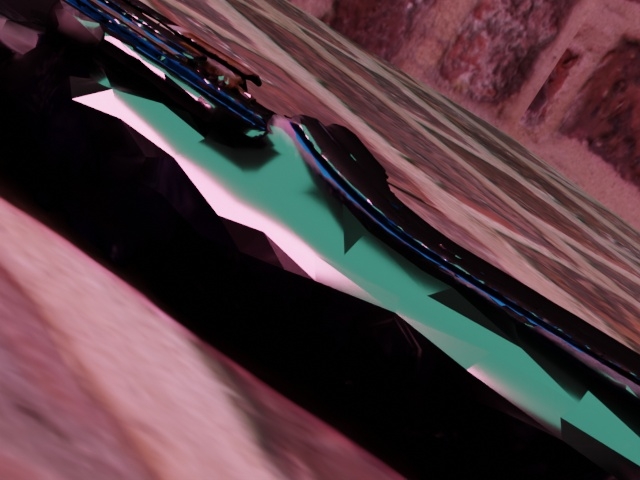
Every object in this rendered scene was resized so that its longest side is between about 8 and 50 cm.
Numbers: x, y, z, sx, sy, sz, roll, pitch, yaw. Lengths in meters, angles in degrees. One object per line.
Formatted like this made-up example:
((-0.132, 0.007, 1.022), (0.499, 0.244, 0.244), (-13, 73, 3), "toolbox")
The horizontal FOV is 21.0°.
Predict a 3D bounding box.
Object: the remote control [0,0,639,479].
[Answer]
((0.000, 0.000, 0.525), (0.399, 0.062, 0.144), (34, 8, 9), "remote control")
